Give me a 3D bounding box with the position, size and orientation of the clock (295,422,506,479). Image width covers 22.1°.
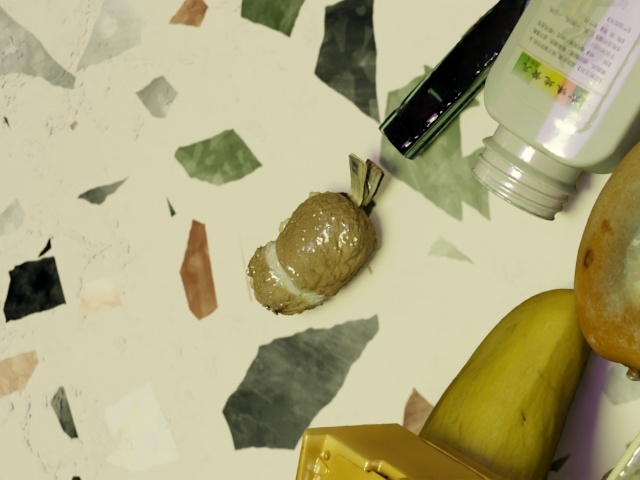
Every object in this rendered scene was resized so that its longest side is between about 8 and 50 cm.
[{"bbox_3d":[0.066,0.356,1.567,0.244,0.200,0.317,30,105,52],"label":"clock"}]

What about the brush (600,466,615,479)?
[{"bbox_3d":[0.422,0.206,1.726,0.299,0.042,0.039,-30,72,22],"label":"brush"}]

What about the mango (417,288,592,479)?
[{"bbox_3d":[0.186,0.207,1.769,0.142,0.195,0.331,32,69,-5],"label":"mango"}]

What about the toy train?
[{"bbox_3d":[0.173,-0.198,1.889,0.252,0.048,0.055,-46,61,15],"label":"toy train"}]

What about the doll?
[{"bbox_3d":[0.007,0.002,1.945,0.221,0.105,0.115,-46,24,13],"label":"doll"}]

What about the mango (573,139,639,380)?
[{"bbox_3d":[0.397,-0.031,1.653,0.221,0.199,0.384,31,102,29],"label":"mango"}]

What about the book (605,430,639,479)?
[{"bbox_3d":[0.478,0.272,1.593,0.379,0.031,0.264,30,105,1],"label":"book"}]

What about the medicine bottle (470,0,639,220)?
[{"bbox_3d":[0.288,-0.184,1.775,0.179,0.124,0.324,36,104,29],"label":"medicine bottle"}]
